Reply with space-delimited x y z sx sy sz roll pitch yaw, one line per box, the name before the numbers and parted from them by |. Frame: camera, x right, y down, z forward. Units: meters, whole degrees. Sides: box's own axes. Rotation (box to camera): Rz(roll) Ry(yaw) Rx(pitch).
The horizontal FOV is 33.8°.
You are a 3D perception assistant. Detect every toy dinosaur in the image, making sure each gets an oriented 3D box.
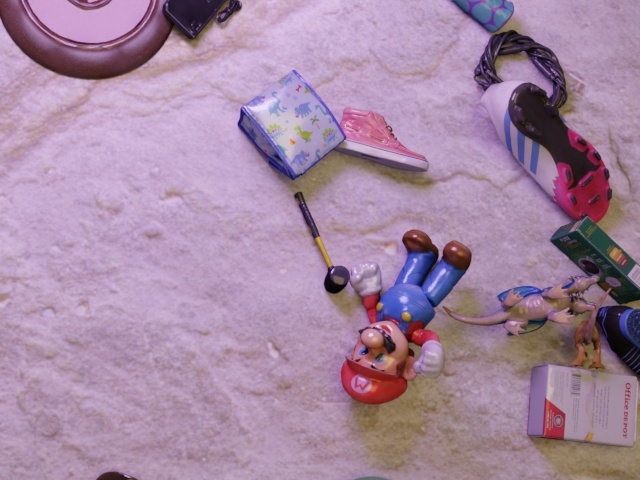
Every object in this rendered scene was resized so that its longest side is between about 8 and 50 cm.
toy dinosaur | 0.465 0.164 1.840 0.064 0.211 0.112 0 73 7

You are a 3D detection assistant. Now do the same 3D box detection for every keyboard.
keyboard | -0.193 -0.434 1.866 0.108 0.023 0.180 43 69 -20

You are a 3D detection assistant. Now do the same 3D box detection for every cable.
cable | 0.384 -0.311 1.985 0.184 0.047 0.150 28 70 -5

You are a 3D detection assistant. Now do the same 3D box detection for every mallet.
mallet | 0.000 0.000 1.823 0.039 0.062 0.189 -21 85 -17

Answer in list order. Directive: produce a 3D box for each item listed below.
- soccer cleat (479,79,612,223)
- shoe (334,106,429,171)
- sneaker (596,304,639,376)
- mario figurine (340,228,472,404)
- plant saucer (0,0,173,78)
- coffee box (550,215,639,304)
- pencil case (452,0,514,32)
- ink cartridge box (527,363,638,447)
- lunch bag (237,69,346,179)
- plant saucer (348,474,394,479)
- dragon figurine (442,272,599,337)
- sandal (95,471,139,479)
soccer cleat | 0.415 -0.168 1.935 0.116 0.143 0.331 -45 116 -11
shoe | 0.116 -0.180 1.882 0.178 0.063 0.081 15 82 -6
sneaker | 0.590 0.202 1.926 0.081 0.090 0.232 -46 114 -18
mario figurine | 0.131 0.124 1.770 0.170 0.198 0.320 36 69 -18
plant saucer | -0.399 -0.433 1.814 0.311 0.050 0.310 3 78 -13
coffee box | 0.515 0.037 1.914 0.184 0.113 0.040 42 75 -2
pencil case | 0.291 -0.459 1.974 0.152 0.064 0.070 39 90 -5
ink cartridge box | 0.467 0.296 1.876 0.175 0.072 0.127 9 78 -12
lunch bag | -0.049 -0.195 1.829 0.129 0.096 0.151 -40 81 -17
plant saucer | 0.081 0.492 1.767 0.195 0.037 0.195 2 79 -13
dragon figurine | 0.366 0.123 1.876 0.289 0.144 0.085 -14 85 4
sandal | -0.266 0.444 1.686 0.219 0.060 0.090 25 69 7
